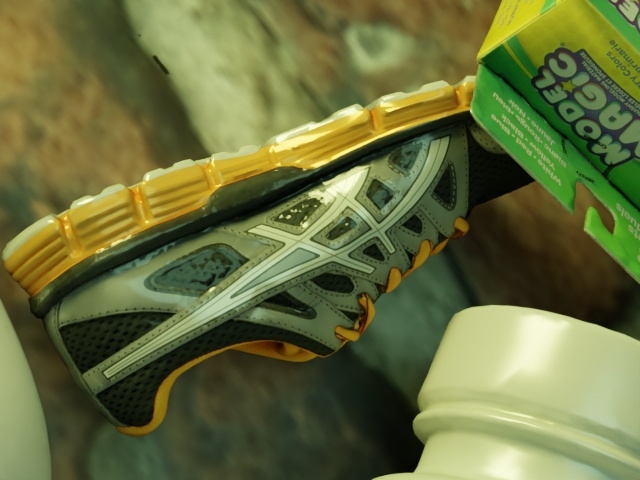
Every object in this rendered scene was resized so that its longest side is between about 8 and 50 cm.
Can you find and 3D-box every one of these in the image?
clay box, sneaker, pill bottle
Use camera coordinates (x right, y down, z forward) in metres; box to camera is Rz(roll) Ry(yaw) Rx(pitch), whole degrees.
[{"bbox_3d":[0.135,-0.081,0.601,0.127,0.053,0.222,41,43,-17],"label":"clay box"},{"bbox_3d":[0.000,0.000,0.579,0.215,0.084,0.083,-21,88,-13],"label":"sneaker"},{"bbox_3d":[0.054,0.145,0.537,0.131,0.131,0.229,26,71,-13],"label":"pill bottle"}]

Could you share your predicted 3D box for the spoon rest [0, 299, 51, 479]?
[{"bbox_3d":[-0.154,0.009,0.523,0.137,0.084,0.276,1,90,-5],"label":"spoon rest"}]
